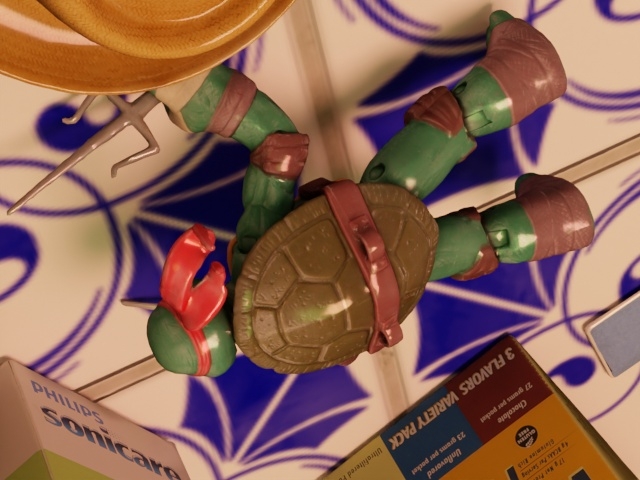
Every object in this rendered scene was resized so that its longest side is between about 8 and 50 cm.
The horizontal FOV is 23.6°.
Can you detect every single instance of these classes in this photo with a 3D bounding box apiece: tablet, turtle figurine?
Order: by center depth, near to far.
[{"bbox_3d":[0.000,0.000,0.640,0.234,0.118,0.175,-24,135,-17],"label":"turtle figurine"},{"bbox_3d":[0.188,0.040,0.848,0.083,0.006,0.054,-35,135,1],"label":"tablet"}]

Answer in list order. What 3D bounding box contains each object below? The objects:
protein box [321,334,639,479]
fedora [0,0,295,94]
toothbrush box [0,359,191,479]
[{"bbox_3d":[0.135,0.198,0.817,0.136,0.200,0.201,-39,135,6],"label":"protein box"},{"bbox_3d":[-0.064,-0.121,0.507,0.194,0.079,0.194,-13,126,-19],"label":"fedora"},{"bbox_3d":[-0.124,0.227,0.638,0.206,0.283,0.122,-44,136,11],"label":"toothbrush box"}]
